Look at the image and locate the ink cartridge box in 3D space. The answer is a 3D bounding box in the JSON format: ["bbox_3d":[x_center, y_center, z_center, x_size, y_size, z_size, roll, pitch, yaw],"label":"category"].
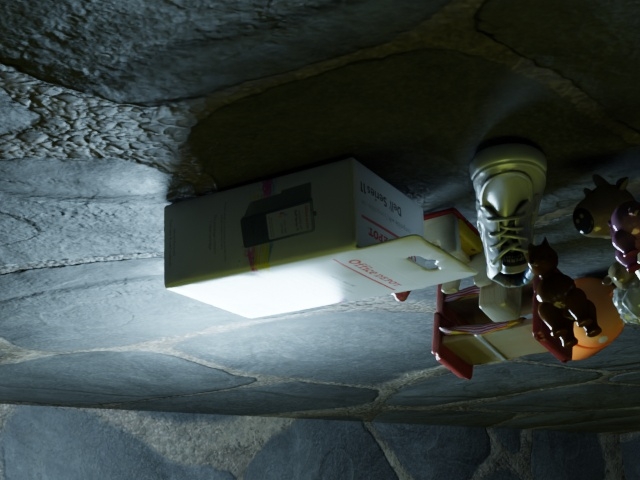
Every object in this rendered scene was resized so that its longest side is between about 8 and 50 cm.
[{"bbox_3d":[0.000,0.000,1.223,0.353,0.119,0.207,-12,159,27],"label":"ink cartridge box"}]

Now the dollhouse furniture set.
[{"bbox_3d":[0.220,0.062,1.465,0.201,0.152,0.374,-16,140,35],"label":"dollhouse furniture set"}]

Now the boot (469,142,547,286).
[{"bbox_3d":[0.240,-0.021,1.188,0.095,0.123,0.258,-7,161,13],"label":"boot"}]

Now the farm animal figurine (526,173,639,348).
[{"bbox_3d":[0.401,-0.022,1.132,0.326,0.172,0.330,8,141,-35],"label":"farm animal figurine"}]

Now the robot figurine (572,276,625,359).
[{"bbox_3d":[0.460,0.140,1.691,0.158,0.128,0.219,4,161,1],"label":"robot figurine"}]
